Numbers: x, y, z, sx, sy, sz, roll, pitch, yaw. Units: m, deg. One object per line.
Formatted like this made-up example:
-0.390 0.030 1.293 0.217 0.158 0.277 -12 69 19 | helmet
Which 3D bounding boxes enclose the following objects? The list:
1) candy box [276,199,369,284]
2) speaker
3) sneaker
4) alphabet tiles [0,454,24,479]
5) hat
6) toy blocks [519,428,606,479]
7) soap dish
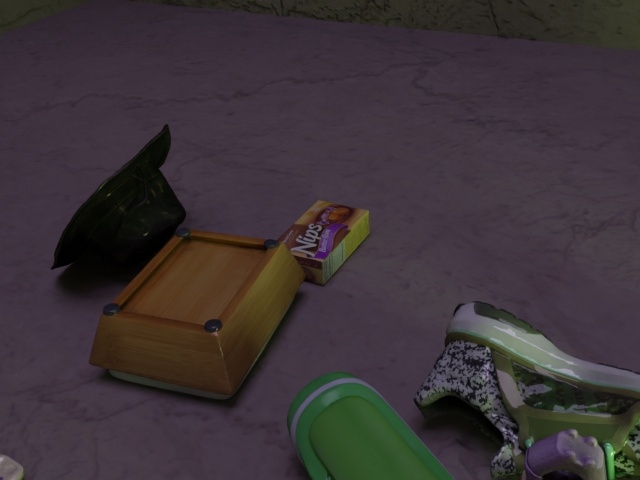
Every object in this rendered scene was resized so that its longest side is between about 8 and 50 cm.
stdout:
0.000 0.000 1.373 0.109 0.053 0.187 13 35 26 | candy box
0.074 0.274 0.855 0.131 0.131 0.296 -18 35 -22 | speaker
0.283 0.235 0.919 0.410 0.158 0.182 24 61 41 | sneaker
-0.507 0.330 0.903 0.284 0.021 0.278 21 39 24 | alphabet tiles
-0.319 -0.044 1.361 0.134 0.331 0.331 38 37 -4 | hat
0.326 0.276 0.638 0.289 0.260 0.309 20 35 6 | toy blocks
-0.179 0.097 1.175 0.229 0.118 0.291 8 35 18 | soap dish
